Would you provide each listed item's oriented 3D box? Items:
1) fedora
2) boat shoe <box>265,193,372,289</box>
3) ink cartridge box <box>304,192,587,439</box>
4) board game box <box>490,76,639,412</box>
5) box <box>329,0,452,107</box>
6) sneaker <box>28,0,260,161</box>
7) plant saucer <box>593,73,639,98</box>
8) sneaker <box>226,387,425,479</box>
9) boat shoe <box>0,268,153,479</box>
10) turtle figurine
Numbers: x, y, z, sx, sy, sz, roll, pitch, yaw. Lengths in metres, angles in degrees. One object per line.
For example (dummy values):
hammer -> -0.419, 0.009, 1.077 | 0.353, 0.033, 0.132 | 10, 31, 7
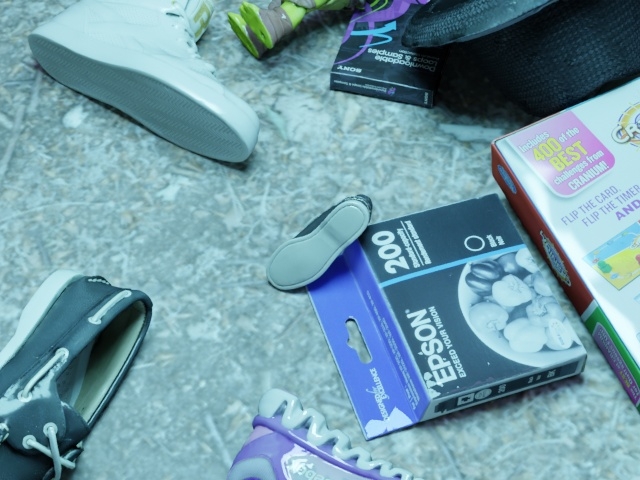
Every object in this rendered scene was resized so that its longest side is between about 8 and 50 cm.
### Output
fedora -> 0.241, -0.222, 1.321 | 0.334, 0.152, 0.334 | -28, 12, 7
boat shoe -> 0.000, 0.000, 1.227 | 0.046, 0.125, 0.038 | 45, 26, -3
ink cartridge box -> 0.105, 0.062, 1.201 | 0.208, 0.045, 0.206 | -16, 52, -10
board game box -> 0.335, -0.006, 1.193 | 0.242, 0.064, 0.316 | -23, 60, -6
box -> 0.086, -0.219, 1.440 | 0.116, 0.029, 0.162 | 11, 53, 10
sneaker -> -0.149, -0.203, 1.381 | 0.292, 0.108, 0.169 | 29, 60, 24
plant saucer -> 0.403, -0.087, 1.321 | 0.278, 0.041, 0.278 | -1, 50, 1
sneaker -> 0.019, 0.220, 1.050 | 0.236, 0.095, 0.104 | 29, 63, 28
boat shoe -> -0.234, 0.144, 1.096 | 0.091, 0.114, 0.302 | 9, 52, 16
turtle figurine -> 0.005, -0.284, 1.440 | 0.217, 0.087, 0.269 | -37, 23, -12
